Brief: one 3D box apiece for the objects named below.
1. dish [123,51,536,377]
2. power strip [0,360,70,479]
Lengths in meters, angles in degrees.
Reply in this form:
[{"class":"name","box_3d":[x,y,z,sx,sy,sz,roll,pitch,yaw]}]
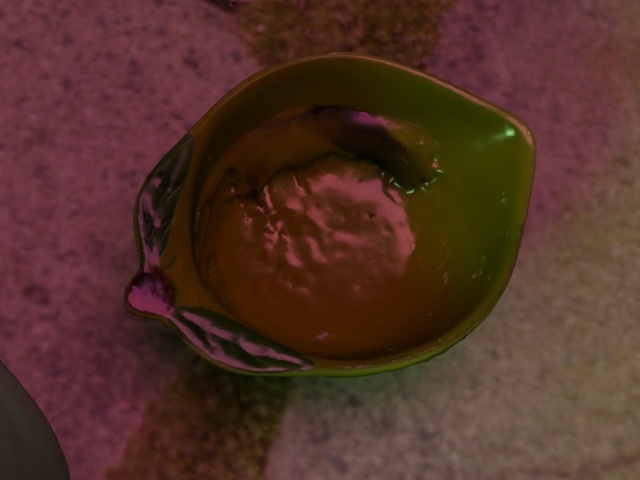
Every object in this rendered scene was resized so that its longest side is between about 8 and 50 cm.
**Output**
[{"class":"dish","box_3d":[0.000,0.000,0.901,0.208,0.080,0.148,-21,77,-20]},{"class":"power strip","box_3d":[-0.275,0.077,0.670,0.357,0.357,0.161,25,64,0]}]
